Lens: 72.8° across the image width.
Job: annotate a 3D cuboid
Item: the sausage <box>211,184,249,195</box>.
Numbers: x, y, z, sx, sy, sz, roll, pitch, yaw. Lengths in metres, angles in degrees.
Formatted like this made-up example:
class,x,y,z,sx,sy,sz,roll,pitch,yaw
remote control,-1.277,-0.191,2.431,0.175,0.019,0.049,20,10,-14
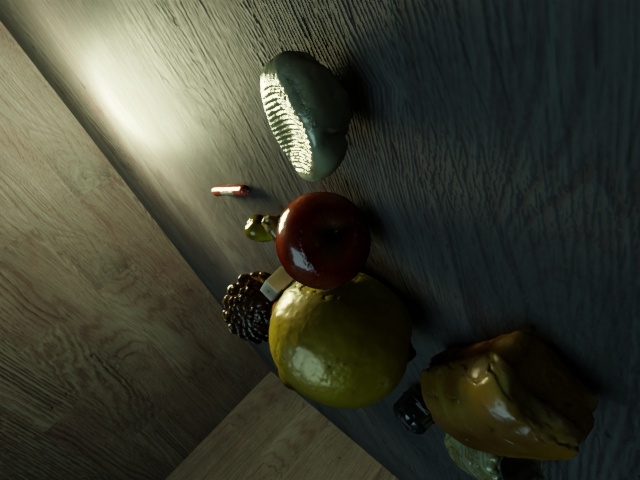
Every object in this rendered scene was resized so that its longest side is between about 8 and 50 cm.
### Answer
class,x,y,z,sx,sy,sz,roll,pitch,yaw
sausage,-0.251,-0.138,1.200,0.253,0.034,0.034,9,137,58

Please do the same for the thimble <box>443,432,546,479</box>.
class,x,y,z,sx,sy,sz,roll,pitch,yaw
thimble,0.375,0.450,0.928,0.190,0.137,0.143,31,165,-26

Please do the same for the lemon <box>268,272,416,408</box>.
class,x,y,z,sx,sy,sz,roll,pitch,yaw
lemon,0.039,0.199,0.906,0.297,0.297,0.297,38,157,20

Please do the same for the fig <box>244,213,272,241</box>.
class,x,y,z,sx,sy,sz,roll,pitch,yaw
fig,-0.160,-0.029,1.176,0.088,0.074,0.074,36,163,-22

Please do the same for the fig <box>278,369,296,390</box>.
class,x,y,z,sx,sy,sz,roll,pitch,yaw
fig,-0.083,0.408,1.651,0.217,0.217,0.320,-12,98,65

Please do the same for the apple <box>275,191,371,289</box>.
class,x,y,z,sx,sy,sz,roll,pitch,yaw
apple,0.000,0.000,0.793,0.181,0.181,0.168,53,160,-14

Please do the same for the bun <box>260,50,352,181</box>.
class,x,y,z,sx,sy,sz,roll,pitch,yaw
bun,-0.008,-0.174,0.609,0.183,0.102,0.183,58,167,22

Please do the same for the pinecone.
class,x,y,z,sx,sy,sz,roll,pitch,yaw
pinecone,-0.217,0.219,1.486,0.246,0.246,0.292,50,173,-8

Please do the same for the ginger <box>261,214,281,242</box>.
class,x,y,z,sx,sy,sz,roll,pitch,yaw
ginger,-0.056,0.017,1.043,0.205,0.081,0.115,33,148,27

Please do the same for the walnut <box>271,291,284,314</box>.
class,x,y,z,sx,sy,sz,roll,pitch,yaw
walnut,-0.037,0.216,1.205,0.209,0.209,0.336,50,165,-7

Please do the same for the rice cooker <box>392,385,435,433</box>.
class,x,y,z,sx,sy,sz,roll,pitch,yaw
rice cooker,0.266,0.476,1.214,0.112,0.106,0.165,44,169,17

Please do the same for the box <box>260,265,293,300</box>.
class,x,y,z,sx,sy,sz,roll,pitch,yaw
box,-0.096,0.097,1.188,0.051,0.129,0.130,46,158,3

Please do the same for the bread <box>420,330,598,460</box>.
class,x,y,z,sx,sy,sz,roll,pitch,yaw
bread,0.292,0.278,0.752,0.195,0.149,0.344,49,159,12
